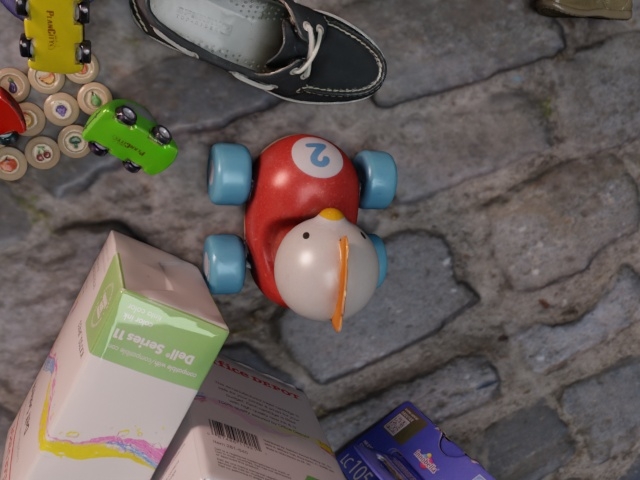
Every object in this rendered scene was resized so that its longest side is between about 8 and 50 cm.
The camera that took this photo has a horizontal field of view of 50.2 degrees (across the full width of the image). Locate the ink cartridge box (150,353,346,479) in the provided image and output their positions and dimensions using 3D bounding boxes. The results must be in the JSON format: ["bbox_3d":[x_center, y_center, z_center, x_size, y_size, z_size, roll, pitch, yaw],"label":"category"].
[{"bbox_3d":[-0.091,0.254,0.778,0.201,0.278,0.117,29,99,-24],"label":"ink cartridge box"}]

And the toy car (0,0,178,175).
[{"bbox_3d":[-0.247,-0.139,0.693,0.239,0.053,0.225,-37,134,26],"label":"toy car"}]

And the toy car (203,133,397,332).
[{"bbox_3d":[0.000,0.000,0.749,0.219,0.238,0.210,0,106,-19],"label":"toy car"}]

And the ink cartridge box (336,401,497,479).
[{"bbox_3d":[0.185,0.402,0.918,0.151,0.270,0.395,-35,114,-11],"label":"ink cartridge box"}]

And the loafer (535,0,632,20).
[{"bbox_3d":[0.335,-0.308,0.868,0.148,0.056,0.050,-5,108,-27],"label":"loafer"}]

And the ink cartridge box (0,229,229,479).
[{"bbox_3d":[-0.248,0.189,0.742,0.119,0.207,0.353,26,97,-25],"label":"ink cartridge box"}]

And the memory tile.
[{"bbox_3d":[-0.296,-0.135,0.732,0.148,0.012,0.113,-21,112,-11],"label":"memory tile"}]

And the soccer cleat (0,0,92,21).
[{"bbox_3d":[-0.206,-0.329,0.676,0.289,0.093,0.121,-51,145,-3],"label":"soccer cleat"}]

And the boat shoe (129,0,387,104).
[{"bbox_3d":[-0.055,-0.214,0.744,0.303,0.091,0.114,8,104,-20],"label":"boat shoe"}]
